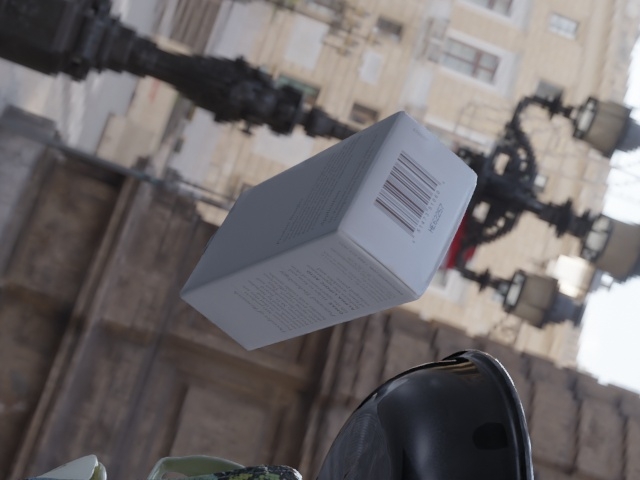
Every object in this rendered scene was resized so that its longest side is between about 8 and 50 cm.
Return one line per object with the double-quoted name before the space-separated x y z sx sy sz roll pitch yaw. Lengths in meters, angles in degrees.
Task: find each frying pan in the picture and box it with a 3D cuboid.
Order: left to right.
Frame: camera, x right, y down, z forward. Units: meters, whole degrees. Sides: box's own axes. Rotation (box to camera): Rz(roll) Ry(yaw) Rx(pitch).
"frying pan" 0.010 0.198 0.478 0.197 0.053 0.326 -177 -77 -77

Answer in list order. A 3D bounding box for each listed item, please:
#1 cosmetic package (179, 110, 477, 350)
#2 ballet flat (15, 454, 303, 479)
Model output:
"cosmetic package" 0.000 0.000 0.927 0.231 0.085 0.117 -23 -148 55
"ballet flat" -0.094 0.135 0.601 0.070 0.188 0.070 -178 -90 -88
